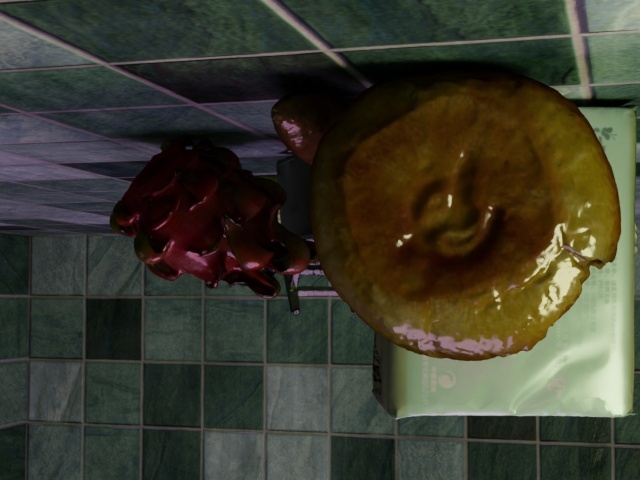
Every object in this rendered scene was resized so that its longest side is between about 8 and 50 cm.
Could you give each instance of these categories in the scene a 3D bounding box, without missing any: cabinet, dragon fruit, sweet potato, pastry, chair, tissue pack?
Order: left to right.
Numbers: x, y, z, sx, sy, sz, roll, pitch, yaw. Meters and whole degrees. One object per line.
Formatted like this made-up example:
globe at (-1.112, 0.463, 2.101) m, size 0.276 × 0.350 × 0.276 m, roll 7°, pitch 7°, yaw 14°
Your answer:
dragon fruit at (-0.171, -0.027, 1.688) m, size 0.307 × 0.227 × 0.243 m, roll 23°, pitch 173°, yaw 38°
sweet potato at (-0.002, -0.137, 1.323) m, size 0.097 × 0.097 × 0.252 m, roll -1°, pitch 178°, yaw 16°
chair at (0.000, 0.000, 2.002) m, size 0.136 × 0.147 × 0.270 m, roll 0°, pitch -139°, yaw -14°
cabinet at (0.026, -0.081, 1.797) m, size 0.145 × 0.150 × 0.206 m, roll -3°, pitch 178°, yaw -18°
pastry at (0.158, -0.035, 1.194) m, size 0.356 × 0.355 × 0.164 m, roll 0°, pitch -177°, yaw 2°
tissue pack at (0.238, 0.024, 1.421) m, size 0.332 × 0.404 × 0.205 m, roll 1°, pitch 180°, yaw -4°

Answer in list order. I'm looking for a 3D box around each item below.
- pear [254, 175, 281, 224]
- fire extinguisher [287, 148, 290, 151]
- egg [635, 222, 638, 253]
pear at (-0.135, -0.068, 2.347) m, size 0.239 × 0.139 × 0.288 m, roll 8°, pitch 178°, yaw 17°
fire extinguisher at (0.038, -0.143, 1.518) m, size 0.231 × 0.071 × 0.099 m, roll 5°, pitch 147°, yaw -42°
egg at (0.280, -0.003, 1.755) m, size 0.355 × 0.354 × 0.340 m, roll 3°, pitch -159°, yaw -38°
